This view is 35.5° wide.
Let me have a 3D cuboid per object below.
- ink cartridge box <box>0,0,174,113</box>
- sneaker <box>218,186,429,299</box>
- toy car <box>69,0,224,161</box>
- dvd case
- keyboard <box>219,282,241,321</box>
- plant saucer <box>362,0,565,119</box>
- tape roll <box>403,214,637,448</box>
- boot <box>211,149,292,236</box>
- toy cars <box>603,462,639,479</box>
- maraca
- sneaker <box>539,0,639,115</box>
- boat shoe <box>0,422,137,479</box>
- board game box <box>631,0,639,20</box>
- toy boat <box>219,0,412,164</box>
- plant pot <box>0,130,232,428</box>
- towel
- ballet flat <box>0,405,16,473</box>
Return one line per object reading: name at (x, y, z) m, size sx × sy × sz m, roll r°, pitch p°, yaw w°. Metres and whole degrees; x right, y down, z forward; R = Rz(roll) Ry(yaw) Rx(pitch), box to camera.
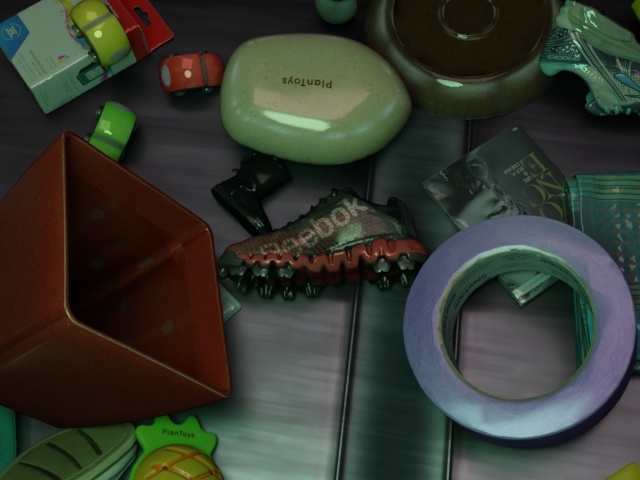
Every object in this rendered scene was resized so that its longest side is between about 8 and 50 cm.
ink cartridge box at (-0.353, -0.310, 1.499) m, size 0.231 × 0.078 × 0.134 m, roll -34°, pitch 69°, yaw -11°
sneaker at (0.000, 0.000, 1.322) m, size 0.276 × 0.097 × 0.135 m, roll -6°, pitch 66°, yaw 0°
toy car at (-0.272, -0.208, 1.427) m, size 0.239 × 0.053 × 0.225 m, roll 23°, pitch 85°, yaw -17°
dvd case at (0.270, -0.040, 1.360) m, size 0.164 × 0.018 × 0.221 m, roll -32°, pitch 68°, yaw -10°
keyboard at (-0.222, 0.147, 1.324) m, size 0.256 × 0.014 × 0.072 m, roll -42°, pitch 64°, yaw -13°
plant saucer at (0.217, -0.323, 1.475) m, size 0.311 × 0.050 × 0.310 m, roll -1°, pitch 66°, yaw 3°
tape roll at (0.244, 0.111, 1.224) m, size 0.275 × 0.090 × 0.274 m, roll -6°, pitch 70°, yaw 17°
boot at (-0.082, -0.065, 1.390) m, size 0.099 × 0.045 × 0.121 m, roll -40°, pitch 70°, yaw -19°
toy cars at (0.469, 0.387, 1.122) m, size 0.394 × 0.087 × 0.176 m, roll 18°, pitch 74°, yaw 9°
maraca at (-0.172, 0.292, 1.207) m, size 0.127 × 0.099 × 0.185 m, roll 13°, pitch 47°, yaw -26°
sneaker at (0.435, -0.219, 1.394) m, size 0.283 × 0.110 × 0.122 m, roll 32°, pitch 111°, yaw 2°
boat shoe at (-0.341, 0.330, 1.199) m, size 0.302 × 0.103 × 0.113 m, roll -34°, pitch 34°, yaw -31°
board game box at (0.490, -0.290, 1.369) m, size 0.092 × 0.043 × 0.181 m, roll 26°, pitch 30°, yaw -8°
toy boat at (0.005, -0.251, 1.419) m, size 0.268 × 0.148 × 0.318 m, roll 10°, pitch 73°, yaw 2°
plant pot at (-0.292, 0.079, 1.204) m, size 0.236 × 0.267 × 0.267 m, roll -29°, pitch 50°, yaw 22°
towel at (0.507, 0.032, 1.285) m, size 0.370 × 0.040 × 0.271 m, roll -2°, pitch 70°, yaw 2°
ballet flat at (-0.442, 0.173, 1.285) m, size 0.106 × 0.107 × 0.316 m, roll -13°, pitch 61°, yaw 27°
